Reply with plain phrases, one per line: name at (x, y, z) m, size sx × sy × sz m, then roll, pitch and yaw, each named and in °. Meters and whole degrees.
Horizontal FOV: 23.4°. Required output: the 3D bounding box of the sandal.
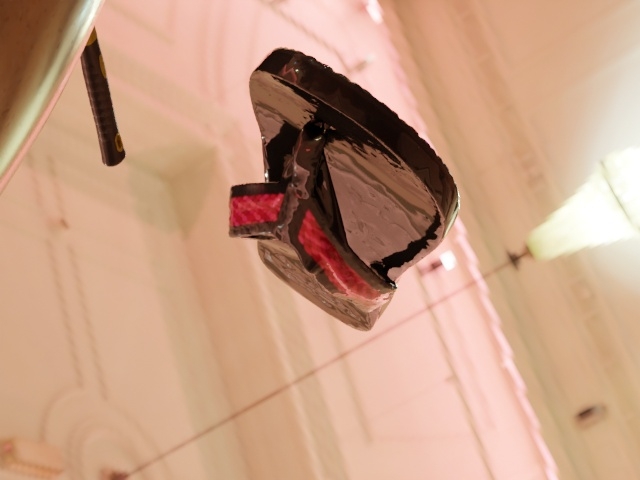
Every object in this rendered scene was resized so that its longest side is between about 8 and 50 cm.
sandal at (0.000, 0.000, 0.472) m, size 0.067 × 0.040 × 0.179 m, roll 35°, pitch 161°, yaw 11°

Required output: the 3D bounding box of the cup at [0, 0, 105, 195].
cup at (-0.216, -0.107, 0.557) m, size 0.331 × 0.331 × 0.236 m, roll 22°, pitch -118°, yaw -56°

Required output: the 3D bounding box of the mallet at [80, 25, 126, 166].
mallet at (-0.135, -0.130, 0.912) m, size 0.189 × 0.039 × 0.062 m, roll 80°, pitch -158°, yaw -46°
